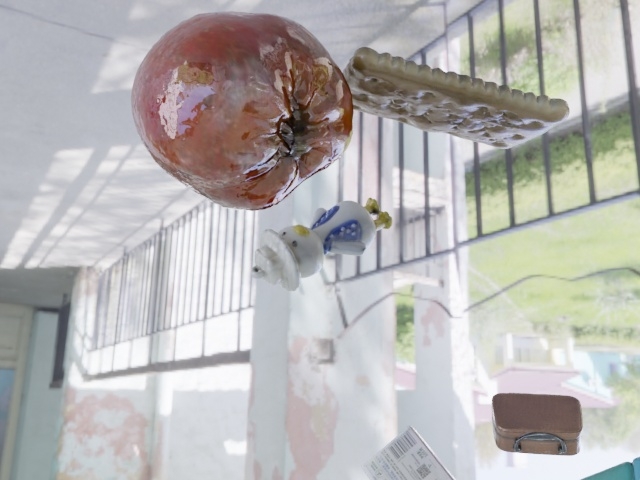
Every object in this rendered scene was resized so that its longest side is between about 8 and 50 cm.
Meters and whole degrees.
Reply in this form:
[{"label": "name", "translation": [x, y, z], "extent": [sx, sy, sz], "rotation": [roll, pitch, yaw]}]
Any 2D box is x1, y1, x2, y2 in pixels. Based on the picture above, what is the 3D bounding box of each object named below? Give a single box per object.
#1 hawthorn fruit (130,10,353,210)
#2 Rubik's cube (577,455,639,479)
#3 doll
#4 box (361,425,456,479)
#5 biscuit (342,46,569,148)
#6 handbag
[{"label": "hawthorn fruit", "translation": [-0.102, -0.177, 0.860], "extent": [0.284, 0.284, 0.284], "rotation": [1, 164, 0]}, {"label": "Rubik's cube", "translation": [0.287, 0.299, 0.477], "extent": [0.224, 0.213, 0.265], "rotation": [27, 136, -11]}, {"label": "doll", "translation": [0.000, 0.000, 1.174], "extent": [0.293, 0.138, 0.119], "rotation": [-25, 143, -27]}, {"label": "box", "translation": [0.202, 0.510, 1.362], "extent": [0.139, 0.194, 0.073], "rotation": [-40, 150, -1]}, {"label": "biscuit", "translation": [0.185, -0.204, 0.993], "extent": [0.324, 0.044, 0.217], "rotation": [13, 173, -8]}, {"label": "handbag", "translation": [0.477, 0.407, 1.445], "extent": [0.193, 0.072, 0.151], "rotation": [2, -154, 15]}]
